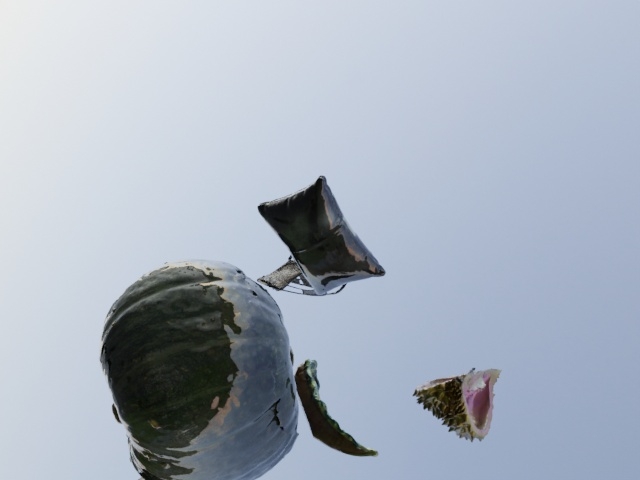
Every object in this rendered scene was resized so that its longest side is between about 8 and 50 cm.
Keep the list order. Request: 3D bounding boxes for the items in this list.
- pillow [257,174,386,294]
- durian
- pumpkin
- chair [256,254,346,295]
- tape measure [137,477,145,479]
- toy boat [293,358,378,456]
[{"bbox_3d":[0.000,0.000,1.458,0.185,0.250,0.106,-22,-160,37],"label":"pillow"},{"bbox_3d":[0.259,0.287,1.317,0.182,0.165,0.132,-61,176,-73],"label":"durian"},{"bbox_3d":[-0.161,0.193,0.993,0.328,0.257,0.292,93,-21,-51],"label":"pumpkin"},{"bbox_3d":[-0.042,0.086,1.769,0.213,0.149,0.174,-40,-148,-24],"label":"chair"},{"bbox_3d":[-0.269,0.459,1.097,0.202,0.223,0.135,-43,-112,-12],"label":"tape measure"},{"bbox_3d":[0.012,0.374,1.527,0.099,0.109,0.293,-25,-138,-13],"label":"toy boat"}]
